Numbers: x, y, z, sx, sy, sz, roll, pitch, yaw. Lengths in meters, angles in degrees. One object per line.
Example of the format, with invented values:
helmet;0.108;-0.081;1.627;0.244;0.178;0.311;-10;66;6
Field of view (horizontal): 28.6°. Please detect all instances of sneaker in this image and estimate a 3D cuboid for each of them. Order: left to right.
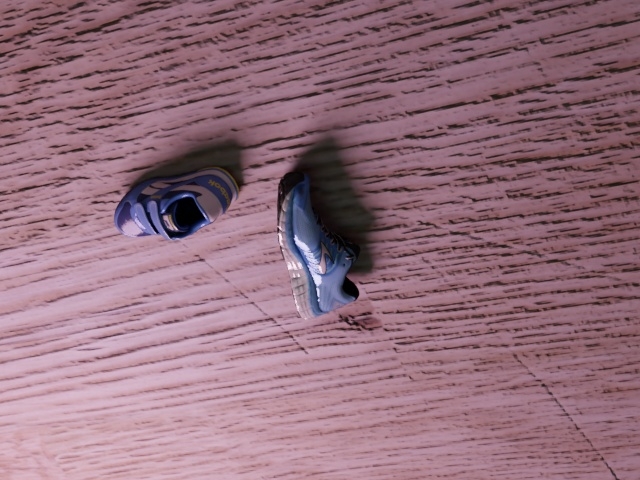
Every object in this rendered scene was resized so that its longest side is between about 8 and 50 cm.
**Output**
sneaker;-0.150;-0.029;1.224;0.144;0.059;0.053;-18;120;31
sneaker;0.000;0.000;1.202;0.073;0.063;0.162;-10;127;6
